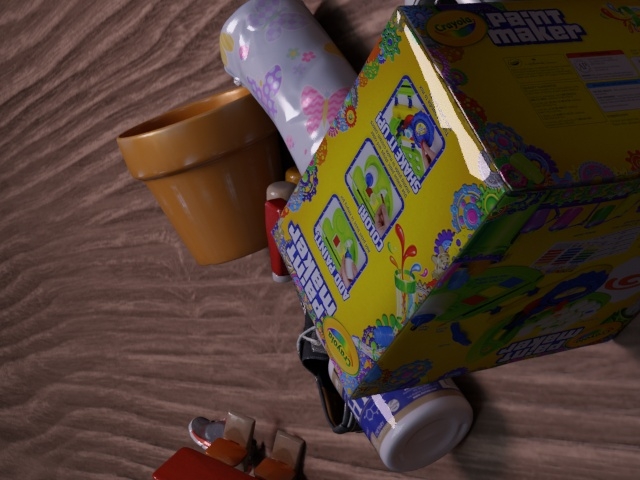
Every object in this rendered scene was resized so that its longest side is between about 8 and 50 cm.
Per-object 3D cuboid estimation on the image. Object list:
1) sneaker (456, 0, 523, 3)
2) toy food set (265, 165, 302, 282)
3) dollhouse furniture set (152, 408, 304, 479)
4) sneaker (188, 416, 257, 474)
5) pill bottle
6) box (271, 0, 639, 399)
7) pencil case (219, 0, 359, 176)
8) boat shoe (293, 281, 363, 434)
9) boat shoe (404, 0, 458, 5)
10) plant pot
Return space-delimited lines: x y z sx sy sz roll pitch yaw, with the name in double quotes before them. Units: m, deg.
"sneaker" 0.166 -0.306 1.117 0.147 0.105 0.295 117 139 -51
"toy food set" 0.000 0.000 1.467 0.232 0.111 0.104 33 131 52
"dollhouse furniture set" -0.082 0.327 1.577 0.259 0.262 0.135 21 118 17
"sneaker" -0.133 0.280 1.824 0.158 0.061 0.065 28 94 52
"pill bottle" 0.073 0.148 1.381 0.186 0.112 0.112 55 140 37
"box" 0.159 -0.036 1.021 0.177 0.290 0.279 63 144 27
"pencil case" -0.014 -0.162 1.432 0.124 0.113 0.273 -38 57 5
"boat shoe" 0.011 0.121 1.510 0.084 0.079 0.233 -53 52 52
"boat shoe" 0.120 -0.198 1.258 0.070 0.078 0.219 61 152 31
"plant pot" -0.127 -0.078 1.594 0.205 0.205 0.188 1 115 59
